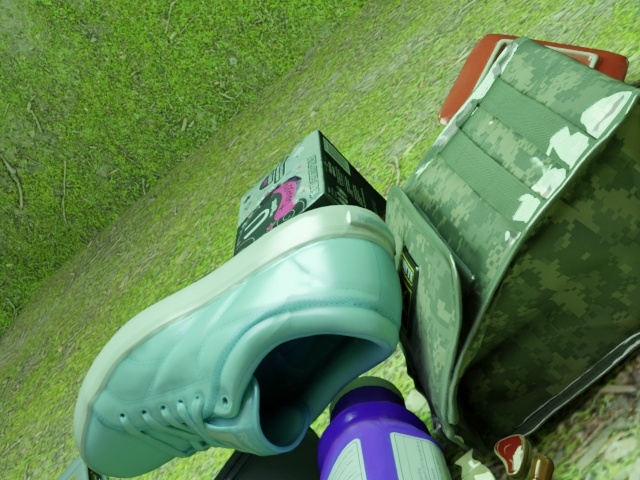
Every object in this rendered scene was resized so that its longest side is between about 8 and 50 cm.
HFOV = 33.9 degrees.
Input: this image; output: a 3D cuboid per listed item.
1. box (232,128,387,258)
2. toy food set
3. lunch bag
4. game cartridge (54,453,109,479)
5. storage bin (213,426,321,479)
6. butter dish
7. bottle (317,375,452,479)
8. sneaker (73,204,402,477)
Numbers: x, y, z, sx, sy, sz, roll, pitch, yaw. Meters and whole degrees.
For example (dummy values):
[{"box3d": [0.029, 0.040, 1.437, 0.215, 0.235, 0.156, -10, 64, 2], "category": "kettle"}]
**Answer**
[{"box3d": [0.000, 0.000, 1.217, 0.142, 0.163, 0.247, -42, 17, 13], "category": "box"}, {"box3d": [0.137, 0.178, 0.705, 0.078, 0.019, 0.122, -37, 31, 18], "category": "toy food set"}, {"box3d": [0.156, 0.005, 0.835, 0.287, 0.169, 0.235, -52, 20, 11], "category": "lunch bag"}, {"box3d": [-0.351, 0.401, 1.362, 0.198, 0.062, 0.297, -44, 17, -5], "category": "game cartridge"}, {"box3d": [-0.027, 0.228, 0.918, 0.091, 0.098, 0.135, 22, 67, 43], "category": "storage bin"}, {"box3d": [0.216, -0.122, 1.073, 0.160, 0.118, 0.160, 14, 52, 20], "category": "butter dish"}, {"box3d": [0.046, 0.194, 0.764, 0.283, 0.092, 0.118, -98, 22, -70], "category": "bottle"}, {"box3d": [-0.083, 0.122, 0.866, 0.366, 0.135, 0.150, -41, 35, 27], "category": "sneaker"}]
